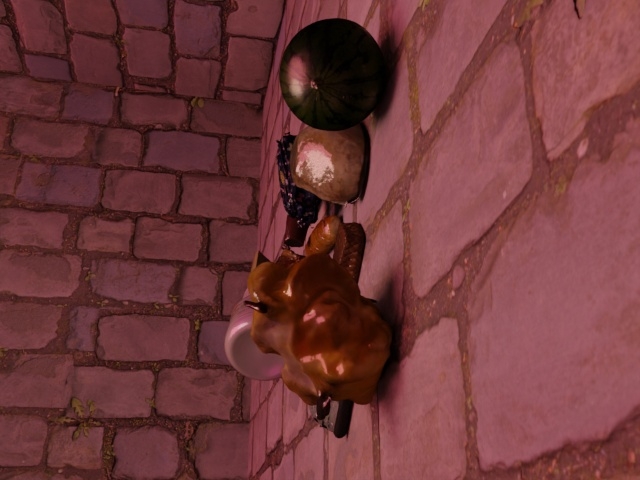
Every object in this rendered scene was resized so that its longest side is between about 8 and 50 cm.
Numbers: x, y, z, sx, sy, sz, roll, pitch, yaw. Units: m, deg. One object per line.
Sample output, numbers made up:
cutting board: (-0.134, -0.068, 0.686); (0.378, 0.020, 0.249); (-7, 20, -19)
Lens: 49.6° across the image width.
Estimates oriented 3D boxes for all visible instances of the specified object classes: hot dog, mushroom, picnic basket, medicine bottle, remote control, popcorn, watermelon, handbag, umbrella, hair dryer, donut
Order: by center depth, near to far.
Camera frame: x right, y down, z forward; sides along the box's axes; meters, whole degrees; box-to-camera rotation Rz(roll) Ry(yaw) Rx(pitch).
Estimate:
popcorn: (0.011, 0.173, 1.346); (0.297, 0.281, 0.316); (8, 118, 40)
watermelon: (0.026, -0.359, 1.509); (0.242, 0.242, 0.242); (-175, 90, -79)
umbrella: (0.052, 0.384, 1.560); (0.036, 0.031, 0.133); (-116, 34, -67)
picnic basket: (0.057, 0.055, 1.631); (0.110, 0.054, 0.193); (-108, 23, -64)
mushroom: (0.013, -0.205, 1.687); (0.267, 0.164, 0.190); (-97, 15, -49)
remote control: (0.015, 0.413, 1.714); (0.256, 0.045, 0.097); (-176, 90, -76)
handbag: (-0.058, -0.168, 1.890); (0.162, 0.113, 0.260); (86, 174, -66)
hot dog: (0.004, 0.001, 1.929); (0.286, 0.061, 0.088); (117, 144, -66)
donut: (-0.075, 0.117, 2.062); (0.144, 0.126, 0.186); (-53, 28, -5)
hair dryer: (-0.050, -0.078, 2.118); (0.340, 0.123, 0.313); (90, -170, -66)
medicine bottle: (-0.171, 0.275, 2.221); (0.302, 0.241, 0.241); (-85, 5, -65)

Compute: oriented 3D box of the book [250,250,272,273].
book: (-0.123, 0.149, 2.108); (0.026, 0.231, 0.161); (-37, 23, 20)
